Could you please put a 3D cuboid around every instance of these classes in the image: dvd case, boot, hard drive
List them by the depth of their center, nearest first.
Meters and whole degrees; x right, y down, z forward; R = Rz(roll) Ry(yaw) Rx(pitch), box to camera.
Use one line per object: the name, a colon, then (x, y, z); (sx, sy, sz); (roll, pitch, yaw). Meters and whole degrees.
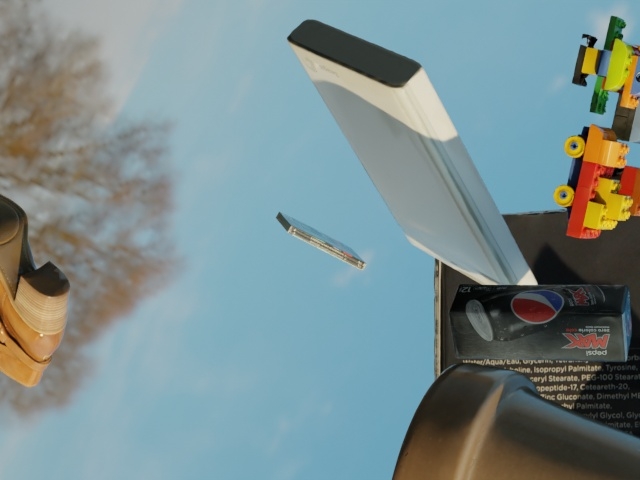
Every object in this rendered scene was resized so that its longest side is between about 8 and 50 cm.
hard drive: (0.097, -0.081, 1.571); (0.040, 0.307, 0.203); (-43, -142, -12)
boot: (-0.344, 0.051, 1.625); (0.197, 0.073, 0.152); (50, -43, 27)
dvd case: (0.000, 0.000, 2.067); (0.013, 0.119, 0.087); (-60, -161, 6)

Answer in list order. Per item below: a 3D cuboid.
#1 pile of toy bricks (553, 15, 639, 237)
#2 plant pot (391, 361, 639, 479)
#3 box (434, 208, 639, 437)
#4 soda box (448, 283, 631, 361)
pile of toy bricks: (0.224, -0.098, 0.941); (0.105, 0.118, 0.212); (15, -82, 28)
plant pot: (0.200, 0.245, 1.232); (0.229, 0.263, 0.263); (8, -116, 26)
box: (0.353, 0.229, 1.904); (0.297, 0.480, 0.472); (-5, -101, 24)
soda box: (0.213, 0.079, 1.469); (0.169, 0.060, 0.053); (-1, -150, 18)
